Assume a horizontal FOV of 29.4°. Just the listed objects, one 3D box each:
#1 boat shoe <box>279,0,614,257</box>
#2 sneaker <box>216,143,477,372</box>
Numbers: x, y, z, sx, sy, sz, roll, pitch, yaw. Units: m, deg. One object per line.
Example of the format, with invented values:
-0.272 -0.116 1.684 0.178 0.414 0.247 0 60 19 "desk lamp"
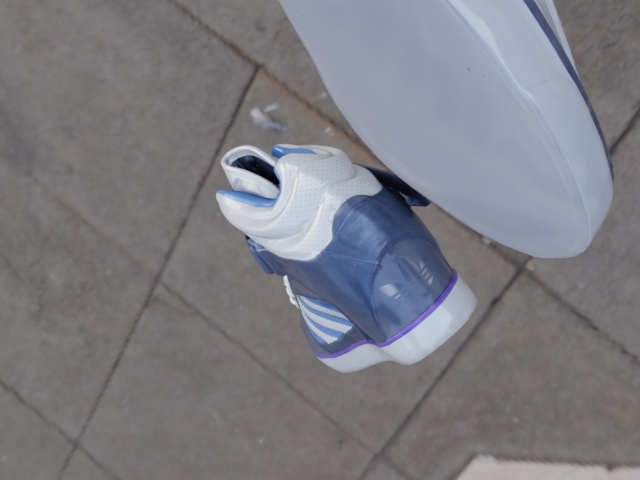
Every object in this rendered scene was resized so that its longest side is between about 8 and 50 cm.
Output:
0.025 -0.108 0.383 0.267 0.088 0.096 49 157 -23 "boat shoe"
0.000 0.000 1.123 0.236 0.130 0.323 47 167 -7 "sneaker"
